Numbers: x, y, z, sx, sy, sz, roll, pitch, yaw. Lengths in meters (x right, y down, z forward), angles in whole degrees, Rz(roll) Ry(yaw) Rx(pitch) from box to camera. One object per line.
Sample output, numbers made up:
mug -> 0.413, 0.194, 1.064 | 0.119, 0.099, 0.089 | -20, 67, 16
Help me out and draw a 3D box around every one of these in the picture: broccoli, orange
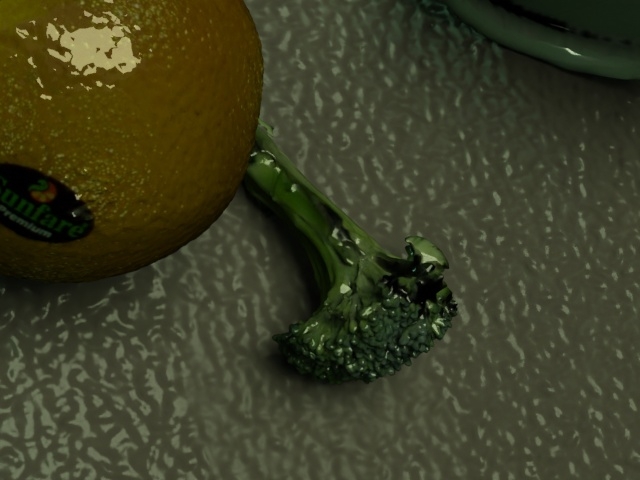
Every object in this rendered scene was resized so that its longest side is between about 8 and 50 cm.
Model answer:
broccoli -> -0.001, 0.000, 1.084 | 0.122, 0.118, 0.204 | -36, 73, -1
orange -> -0.148, -0.084, 0.964 | 0.236, 0.236, 0.236 | 8, 69, -23

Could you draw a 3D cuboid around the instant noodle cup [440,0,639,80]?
instant noodle cup -> 0.229, -0.271, 1.167 | 0.340, 0.340, 0.266 | 18, 77, -20
